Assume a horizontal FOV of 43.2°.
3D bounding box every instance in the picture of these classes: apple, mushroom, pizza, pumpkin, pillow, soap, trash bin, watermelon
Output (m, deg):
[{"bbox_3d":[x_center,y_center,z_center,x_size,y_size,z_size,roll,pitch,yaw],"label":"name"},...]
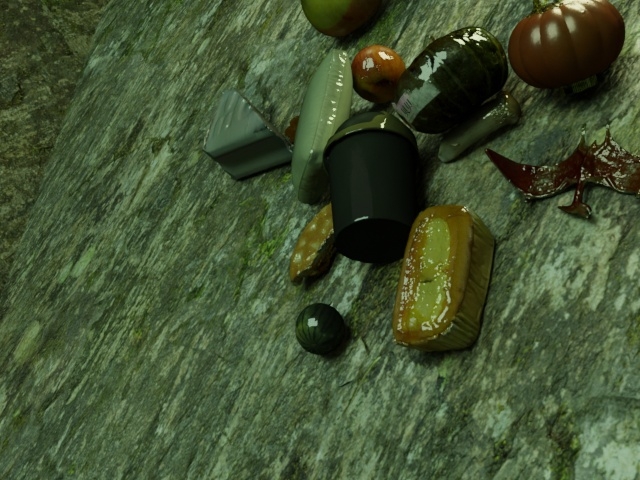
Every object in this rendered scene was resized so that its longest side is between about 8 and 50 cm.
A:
[{"bbox_3d":[0.061,-0.704,2.280,0.260,0.194,0.261,-22,53,32],"label":"apple"},{"bbox_3d":[0.329,-0.239,1.715,0.209,0.071,0.084,-34,34,28],"label":"mushroom"},{"bbox_3d":[0.002,0.001,1.871,0.127,0.058,0.246,1,60,49],"label":"pizza"},{"bbox_3d":[0.268,-0.349,1.706,0.260,0.189,0.260,-36,-1,-1],"label":"pumpkin"},{"bbox_3d":[0.140,-0.405,1.986,0.146,0.146,0.147,-28,43,29],"label":"apple"},{"bbox_3d":[0.003,-0.273,1.967,0.255,0.119,0.322,113,170,-67],"label":"pillow"},{"bbox_3d":[-0.168,-0.329,2.255,0.302,0.159,0.258,-11,50,40],"label":"soap"},{"bbox_3d":[0.110,-0.133,1.744,0.214,0.214,0.334,-23,50,33],"label":"trash bin"},{"bbox_3d":[0.002,0.175,1.693,0.105,0.105,0.133,-22,33,34],"label":"watermelon"}]

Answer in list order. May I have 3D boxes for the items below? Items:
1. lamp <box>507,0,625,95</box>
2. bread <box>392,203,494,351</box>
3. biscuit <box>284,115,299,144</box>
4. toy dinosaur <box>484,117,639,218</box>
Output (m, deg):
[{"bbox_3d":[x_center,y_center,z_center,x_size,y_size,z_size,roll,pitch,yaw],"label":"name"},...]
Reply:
[{"bbox_3d":[0.474,-0.384,1.566,0.223,0.197,0.223,-19,12,4],"label":"lamp"},{"bbox_3d":[0.229,0.074,1.520,0.152,0.119,0.288,-14,51,45],"label":"bread"},{"bbox_3d":[-0.028,-0.303,2.184,0.175,0.026,0.124,16,72,51],"label":"biscuit"},{"bbox_3d":[0.457,-0.149,1.462,0.207,0.113,0.327,-52,35,0],"label":"toy dinosaur"}]
